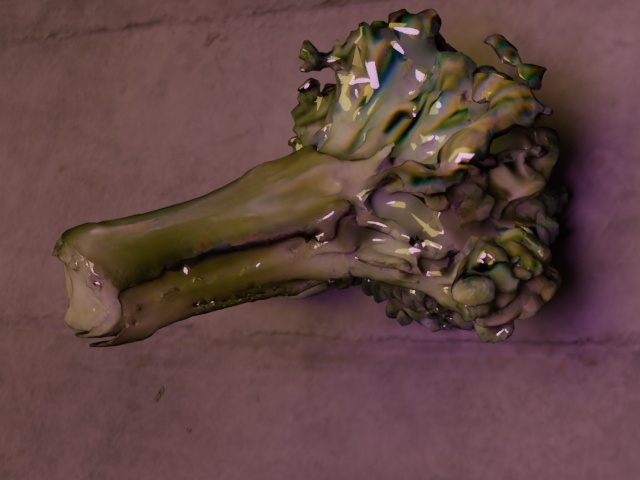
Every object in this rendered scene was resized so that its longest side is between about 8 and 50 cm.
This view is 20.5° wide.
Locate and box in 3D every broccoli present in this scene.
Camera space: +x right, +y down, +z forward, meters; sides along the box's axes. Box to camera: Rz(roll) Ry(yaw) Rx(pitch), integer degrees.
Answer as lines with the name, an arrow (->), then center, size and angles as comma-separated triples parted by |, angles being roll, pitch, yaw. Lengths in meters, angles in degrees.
broccoli -> 0.017, 0.008, 0.931 | 0.198, 0.275, 0.177 | 35, 139, 23

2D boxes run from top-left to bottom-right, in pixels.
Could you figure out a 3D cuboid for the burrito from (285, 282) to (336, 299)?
burrito -> -0.011, 0.006, 1.098 | 0.118, 0.044, 0.074 | 18, 89, 49
